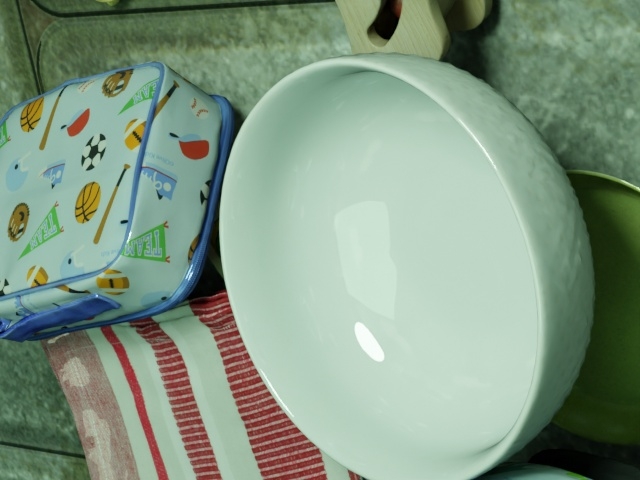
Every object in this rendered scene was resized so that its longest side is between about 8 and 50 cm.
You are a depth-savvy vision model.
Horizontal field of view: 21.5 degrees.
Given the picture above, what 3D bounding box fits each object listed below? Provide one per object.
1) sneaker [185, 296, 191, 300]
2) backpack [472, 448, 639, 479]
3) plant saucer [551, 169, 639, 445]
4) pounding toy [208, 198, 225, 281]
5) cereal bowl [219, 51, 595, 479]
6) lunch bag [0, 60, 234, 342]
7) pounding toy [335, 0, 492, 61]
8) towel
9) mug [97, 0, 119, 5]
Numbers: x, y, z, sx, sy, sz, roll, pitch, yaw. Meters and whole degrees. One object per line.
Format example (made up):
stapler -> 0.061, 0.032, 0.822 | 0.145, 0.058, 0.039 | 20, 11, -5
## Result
sneaker -> -0.122, 0.171, 1.666 | 0.271, 0.108, 0.100 | 49, 130, 7
backpack -> 0.100, 0.299, 1.313 | 0.273, 0.355, 0.290 | 53, 163, -9
plant saucer -> 0.230, 0.051, 1.374 | 0.241, 0.037, 0.241 | 17, 120, 31
pounding toy -> 0.009, 0.005, 1.490 | 0.206, 0.094, 0.181 | -37, 86, 43
cereal bowl -> 0.082, 0.015, 1.322 | 0.339, 0.141, 0.339 | 15, 112, 42
lunch bag -> -0.218, -0.025, 1.567 | 0.303, 0.115, 0.243 | -15, 58, 45
pounding toy -> 0.013, -0.236, 1.297 | 0.154, 0.155, 0.269 | 9, 129, 39
towel -> -0.109, 0.170, 1.559 | 0.329, 0.037, 0.237 | -12, 100, 39
mug -> -0.210, -0.258, 1.566 | 0.064, 0.062, 0.078 | 44, 125, 25
